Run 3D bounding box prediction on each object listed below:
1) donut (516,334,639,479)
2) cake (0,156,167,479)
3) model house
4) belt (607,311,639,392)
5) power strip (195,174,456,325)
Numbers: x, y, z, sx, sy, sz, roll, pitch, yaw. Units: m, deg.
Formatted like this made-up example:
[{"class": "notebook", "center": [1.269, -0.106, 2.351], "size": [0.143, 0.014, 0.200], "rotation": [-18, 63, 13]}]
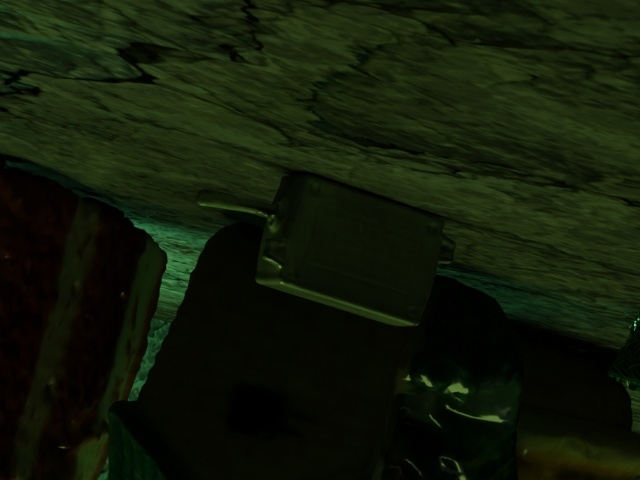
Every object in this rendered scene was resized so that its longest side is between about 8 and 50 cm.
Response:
[{"class": "donut", "center": [0.122, 0.182, 1.938], "size": [0.448, 0.198, 0.449], "rotation": [12, 175, 1]}, {"class": "cake", "center": [-0.313, 0.072, 1.651], "size": [0.269, 0.270, 0.319], "rotation": [12, 174, 22]}, {"class": "model house", "center": [-0.026, 0.239, 1.540], "size": [0.334, 0.343, 0.382], "rotation": [14, 140, 10]}, {"class": "belt", "center": [0.296, 0.101, 1.444], "size": [0.151, 0.079, 0.121], "rotation": [32, 175, -32]}, {"class": "power strip", "center": [0.000, 0.000, 1.213], "size": [0.175, 0.075, 0.042], "rotation": [19, 171, -25]}]
